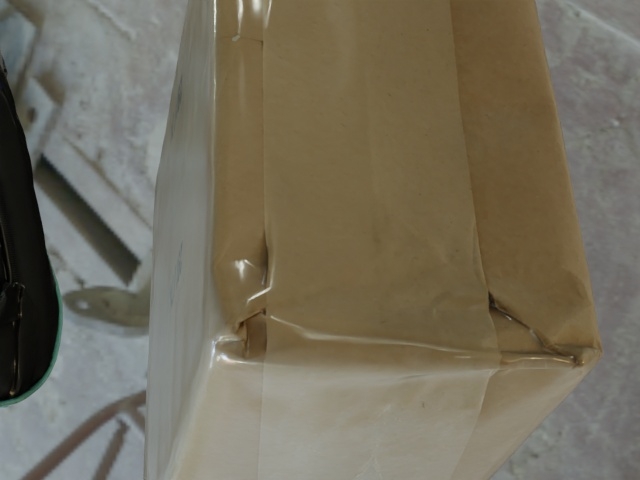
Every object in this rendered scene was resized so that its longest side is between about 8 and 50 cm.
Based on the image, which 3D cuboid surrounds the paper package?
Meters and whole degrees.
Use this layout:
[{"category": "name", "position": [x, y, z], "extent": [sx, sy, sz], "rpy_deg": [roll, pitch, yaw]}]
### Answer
[{"category": "paper package", "position": [0.000, 0.000, 0.655], "extent": [0.325, 0.168, 0.309], "rpy_deg": [111, 160, -56]}]

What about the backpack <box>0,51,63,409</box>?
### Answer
[{"category": "backpack", "position": [-0.188, -0.008, 0.462], "extent": [0.144, 0.166, 0.188], "rpy_deg": [-25, 87, 12]}]
